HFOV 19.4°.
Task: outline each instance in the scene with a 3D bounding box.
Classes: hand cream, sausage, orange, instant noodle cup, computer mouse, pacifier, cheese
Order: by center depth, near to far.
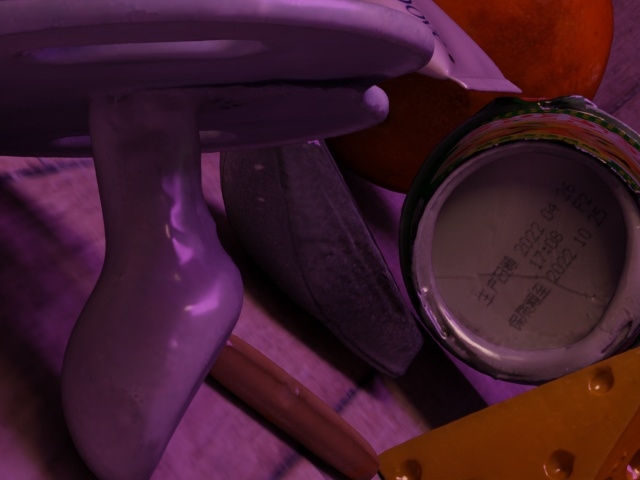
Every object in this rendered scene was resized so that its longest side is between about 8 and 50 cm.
[{"bbox_3d":[-0.075,-0.013,0.676,0.279,0.227,0.207,131,-47,-82],"label":"pacifier"},{"bbox_3d":[-0.017,0.075,0.874,0.132,0.024,0.024,42,13,-36],"label":"sausage"},{"bbox_3d":[0.136,0.114,0.955,0.093,0.171,0.126,34,18,-53],"label":"cheese"},{"bbox_3d":[-0.006,0.001,1.053,0.229,0.068,0.113,61,4,-43],"label":"computer mouse"},{"bbox_3d":[0.136,0.004,1.195,0.207,0.207,0.233,50,9,4],"label":"instant noodle cup"},{"bbox_3d":[0.021,-0.169,1.264,0.248,0.083,0.133,35,17,13],"label":"hand cream"},{"bbox_3d":[0.082,-0.167,1.440,0.284,0.284,0.226,47,47,-13],"label":"orange"}]
